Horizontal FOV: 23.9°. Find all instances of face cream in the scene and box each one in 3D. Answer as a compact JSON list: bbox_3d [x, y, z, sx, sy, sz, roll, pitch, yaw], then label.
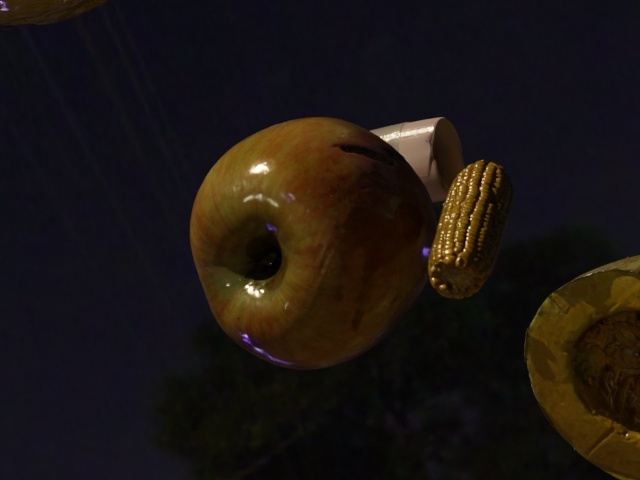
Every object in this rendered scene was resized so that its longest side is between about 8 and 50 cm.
[{"bbox_3d":[0.064,-0.092,1.985,0.269,0.107,0.073,-8,12,38],"label":"face cream"}]

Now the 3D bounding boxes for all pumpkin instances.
[{"bbox_3d":[0.295,0.097,1.308,0.110,0.217,0.217,-46,-17,-42],"label":"pumpkin"}]

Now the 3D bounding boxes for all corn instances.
[{"bbox_3d":[0.148,-0.015,1.481,0.068,0.207,0.068,8,-58,13],"label":"corn"}]

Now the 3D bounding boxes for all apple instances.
[{"bbox_3d":[0.000,0.000,1.580,0.264,0.264,0.264,-14,-37,-11],"label":"apple"}]

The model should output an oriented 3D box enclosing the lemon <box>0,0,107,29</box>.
[{"bbox_3d":[-0.234,-0.318,1.014,0.349,0.350,0.387,-24,-9,3],"label":"lemon"}]
